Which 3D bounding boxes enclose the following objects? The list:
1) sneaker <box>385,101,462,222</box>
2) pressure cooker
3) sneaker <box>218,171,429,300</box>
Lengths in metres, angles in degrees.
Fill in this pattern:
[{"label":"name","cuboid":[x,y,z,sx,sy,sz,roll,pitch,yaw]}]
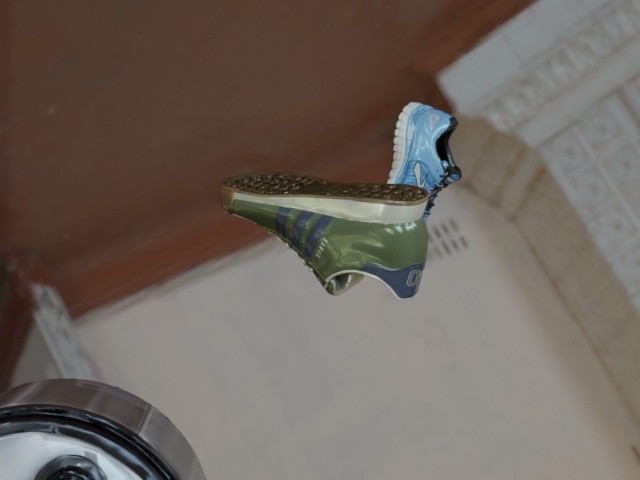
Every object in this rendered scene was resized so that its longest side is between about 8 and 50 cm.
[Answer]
[{"label":"sneaker","cuboid":[0.111,-0.062,1.609,0.073,0.162,0.063,10,-170,21]},{"label":"pressure cooker","cuboid":[-0.303,0.343,1.669,0.369,0.376,0.420,-19,-178,-3]},{"label":"sneaker","cuboid":[0.000,0.000,1.134,0.192,0.086,0.064,7,-161,40]}]
